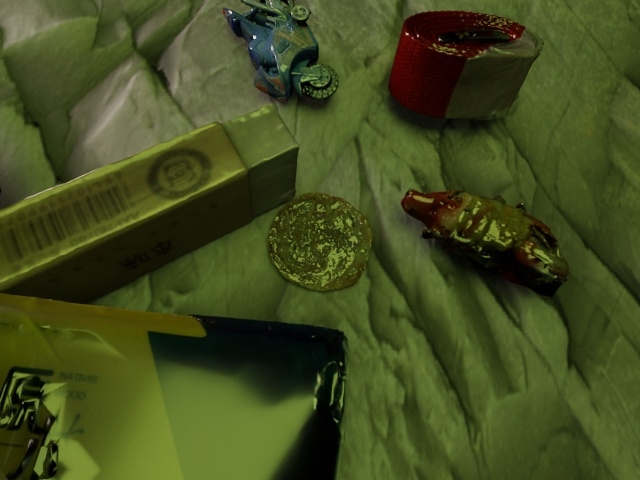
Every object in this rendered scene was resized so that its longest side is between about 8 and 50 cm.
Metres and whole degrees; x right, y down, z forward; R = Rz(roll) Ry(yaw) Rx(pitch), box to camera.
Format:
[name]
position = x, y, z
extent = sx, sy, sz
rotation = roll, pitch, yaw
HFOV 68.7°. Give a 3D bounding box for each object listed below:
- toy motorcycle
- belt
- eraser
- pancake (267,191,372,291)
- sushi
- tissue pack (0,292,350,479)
[toy motorcycle]
position = -0.059, -0.274, 0.674
extent = 0.114, 0.076, 0.205
rotation = -26, 75, -7
[belt]
position = 0.198, -0.239, 0.662
extent = 0.201, 0.124, 0.128
rotation = -4, 52, -12
[eraser]
position = -0.189, -0.031, 0.535
extent = 0.344, 0.144, 0.078
rotation = -28, 74, -14
[pancake]
position = 0.000, 0.000, 0.608
extent = 0.140, 0.022, 0.139
rotation = 2, 71, -5
[sushi]
position = 0.211, -0.014, 0.601
extent = 0.226, 0.103, 0.097
rotation = 28, 97, 1
[tissue pack]
position = -0.200, 0.194, 0.400
extent = 0.417, 0.253, 0.264
rotation = 8, 70, -2
